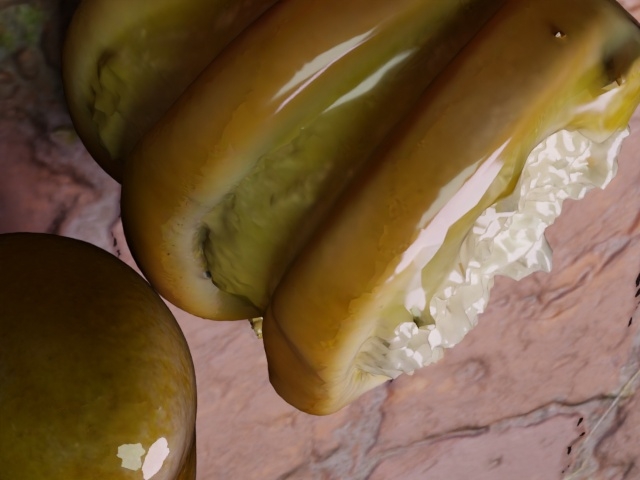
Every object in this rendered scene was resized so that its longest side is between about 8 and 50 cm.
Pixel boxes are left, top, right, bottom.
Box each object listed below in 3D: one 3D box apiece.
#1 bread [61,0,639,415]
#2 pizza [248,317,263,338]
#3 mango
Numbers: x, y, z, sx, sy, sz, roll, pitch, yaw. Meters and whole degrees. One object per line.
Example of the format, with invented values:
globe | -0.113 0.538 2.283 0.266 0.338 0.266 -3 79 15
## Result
bread | -0.003 -0.048 0.954 0.211 0.270 0.315 -53 177 -30
pizza | 0.000 0.001 1.187 0.160 0.036 0.099 -44 139 14
mango | -0.156 0.112 1.007 0.199 0.221 0.384 7 166 -16
